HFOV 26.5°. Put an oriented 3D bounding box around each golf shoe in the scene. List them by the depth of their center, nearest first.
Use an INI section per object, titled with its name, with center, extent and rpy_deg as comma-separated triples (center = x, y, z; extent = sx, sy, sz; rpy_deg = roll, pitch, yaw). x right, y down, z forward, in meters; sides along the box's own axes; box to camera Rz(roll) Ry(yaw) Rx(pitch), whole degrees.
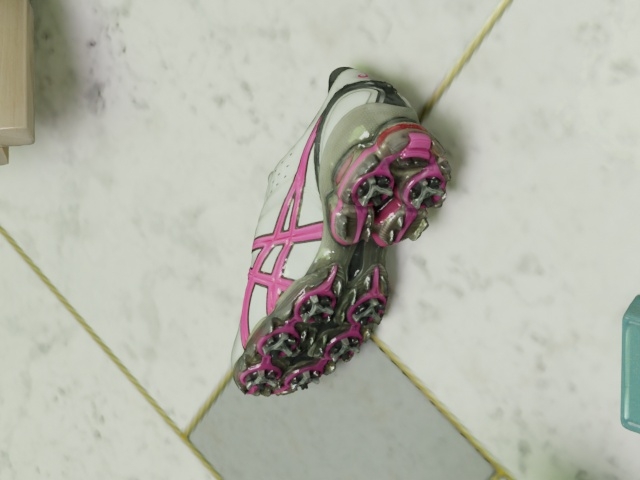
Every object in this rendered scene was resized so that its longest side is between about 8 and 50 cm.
[golf shoe]
center = 0.000, 0.000, 0.696
extent = 0.186, 0.067, 0.086
rpy_deg = -61, 41, 29

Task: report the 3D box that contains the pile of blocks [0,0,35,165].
[pile of blocks]
center = -0.261, -0.174, 0.811
extent = 0.362, 0.149, 0.112
rpy_deg = 58, 168, 19

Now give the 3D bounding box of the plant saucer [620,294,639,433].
[plant saucer]
center = 0.193, 0.072, 0.557
extent = 0.192, 0.018, 0.067
rpy_deg = 15, 109, 55
